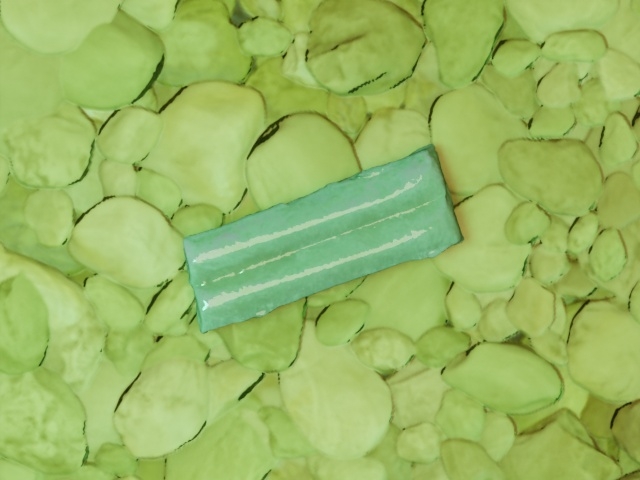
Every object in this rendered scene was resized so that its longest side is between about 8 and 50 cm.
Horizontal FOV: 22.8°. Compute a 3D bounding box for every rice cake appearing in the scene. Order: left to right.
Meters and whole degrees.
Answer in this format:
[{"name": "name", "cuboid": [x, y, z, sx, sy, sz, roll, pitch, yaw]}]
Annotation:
[{"name": "rice cake", "cuboid": [0.000, 0.000, 1.246, 0.226, 0.040, 0.085, -20, 94, -8]}]
